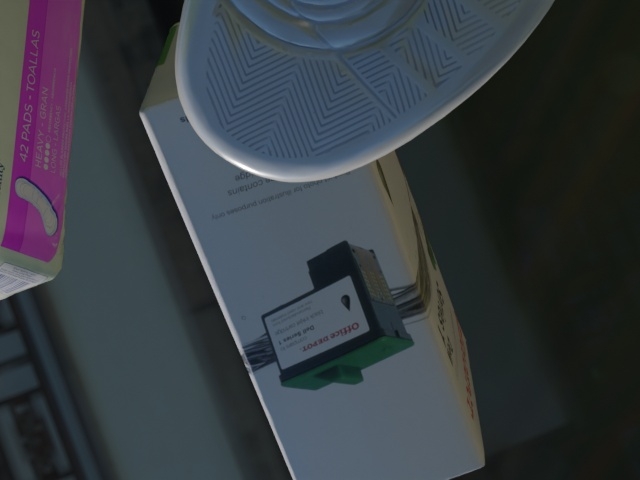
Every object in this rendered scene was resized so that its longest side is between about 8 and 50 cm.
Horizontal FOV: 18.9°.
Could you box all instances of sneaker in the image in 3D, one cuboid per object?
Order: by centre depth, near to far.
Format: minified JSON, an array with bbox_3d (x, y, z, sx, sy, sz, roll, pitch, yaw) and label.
[{"bbox_3d":[0.041,-0.119,0.479,0.079,0.217,0.121,30,-162,-5],"label":"sneaker"}]

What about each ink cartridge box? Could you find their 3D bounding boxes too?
[{"bbox_3d":[0.000,0.000,0.925,0.160,0.093,0.219,-88,-22,-70],"label":"ink cartridge box"}]

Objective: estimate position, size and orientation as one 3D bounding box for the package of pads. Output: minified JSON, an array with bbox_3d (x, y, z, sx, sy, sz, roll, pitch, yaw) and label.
[{"bbox_3d":[-0.248,-0.132,1.130,0.229,0.101,0.296,23,-117,-49],"label":"package of pads"}]
